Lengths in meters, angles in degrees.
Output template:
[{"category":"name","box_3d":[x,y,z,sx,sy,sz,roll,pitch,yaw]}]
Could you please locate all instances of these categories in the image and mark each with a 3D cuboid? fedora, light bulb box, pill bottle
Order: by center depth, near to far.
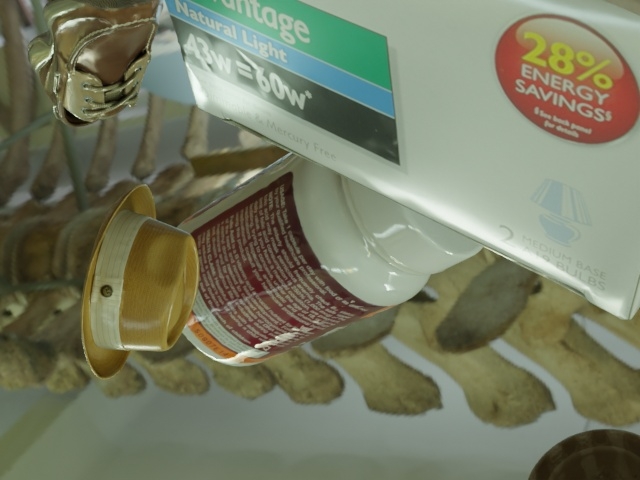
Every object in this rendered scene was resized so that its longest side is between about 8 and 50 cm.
[{"category":"light bulb box","box_3d":[0.136,-0.206,0.602,0.358,0.225,0.361,29,-119,27]},{"category":"fedora","box_3d":[-0.167,0.045,0.906,0.079,0.194,0.194,10,-148,7]},{"category":"pill bottle","box_3d":[0.000,0.000,1.151,0.392,0.224,0.224,-27,-163,40]}]

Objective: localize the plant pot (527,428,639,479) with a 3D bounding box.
[{"category":"plant pot","box_3d":[0.388,0.398,1.184,0.323,0.280,0.323,-20,-141,17]}]

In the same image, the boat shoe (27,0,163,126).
[{"category":"boat shoe","box_3d":[-0.228,-0.189,0.986,0.123,0.117,0.324,-17,-176,-21]}]
